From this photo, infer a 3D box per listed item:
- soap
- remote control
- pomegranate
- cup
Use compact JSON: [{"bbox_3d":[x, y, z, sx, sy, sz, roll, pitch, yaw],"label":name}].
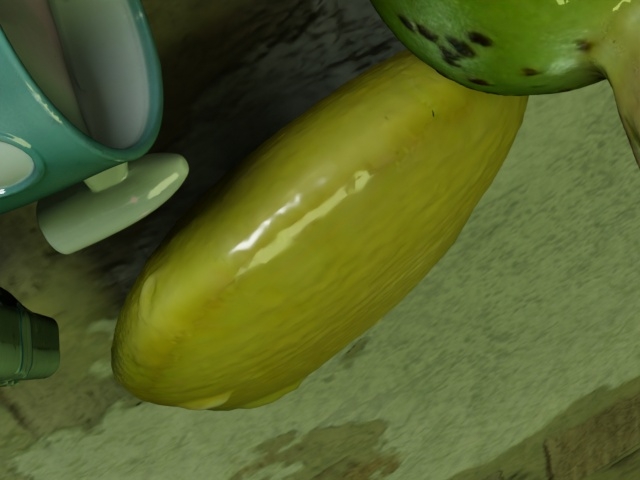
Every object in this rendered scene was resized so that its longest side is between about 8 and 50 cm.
[{"bbox_3d":[-0.002,-0.002,1.090,0.306,0.115,0.427,-34,172,-8],"label":"soap"},{"bbox_3d":[-0.208,0.045,0.879,0.128,0.065,0.335,-4,176,-4],"label":"remote control"},{"bbox_3d":[0.151,-0.158,0.847,0.231,0.286,0.231,-47,164,-17],"label":"pomegranate"},{"bbox_3d":[-0.182,-0.077,0.762,0.173,0.167,0.299,-23,141,19],"label":"cup"}]
